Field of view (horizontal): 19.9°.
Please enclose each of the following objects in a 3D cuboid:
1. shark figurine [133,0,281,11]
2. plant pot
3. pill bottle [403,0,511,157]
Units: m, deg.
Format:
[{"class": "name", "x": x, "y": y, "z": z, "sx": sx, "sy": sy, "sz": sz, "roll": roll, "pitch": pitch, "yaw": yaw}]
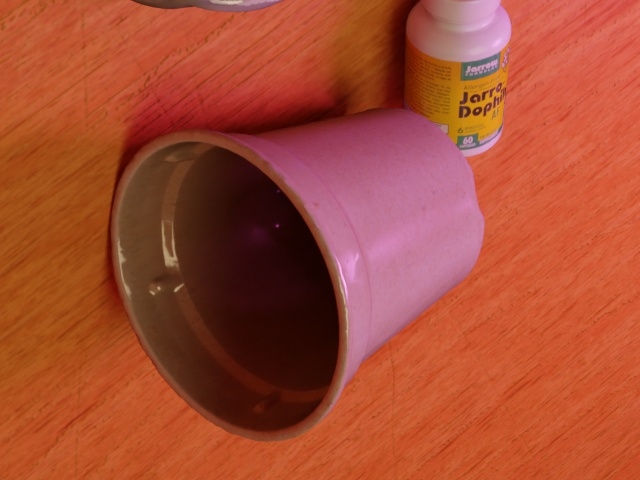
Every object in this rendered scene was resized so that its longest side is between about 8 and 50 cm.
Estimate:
[{"class": "shark figurine", "x": -0.044, "y": -0.282, "z": 1.794, "sx": 0.278, "sy": 0.116, "sz": 0.166, "roll": -46, "pitch": 110, "yaw": -15}, {"class": "plant pot", "x": 0.000, "y": 0.000, "z": 1.943, "sx": 0.305, "sy": 0.334, "sz": 0.334, "roll": -26, "pitch": 140, "yaw": -43}, {"class": "pill bottle", "x": 0.152, "y": -0.204, "z": 2.032, "sx": 0.117, "sy": 0.117, "sz": 0.208, "roll": -26, "pitch": 138, "yaw": -26}]
